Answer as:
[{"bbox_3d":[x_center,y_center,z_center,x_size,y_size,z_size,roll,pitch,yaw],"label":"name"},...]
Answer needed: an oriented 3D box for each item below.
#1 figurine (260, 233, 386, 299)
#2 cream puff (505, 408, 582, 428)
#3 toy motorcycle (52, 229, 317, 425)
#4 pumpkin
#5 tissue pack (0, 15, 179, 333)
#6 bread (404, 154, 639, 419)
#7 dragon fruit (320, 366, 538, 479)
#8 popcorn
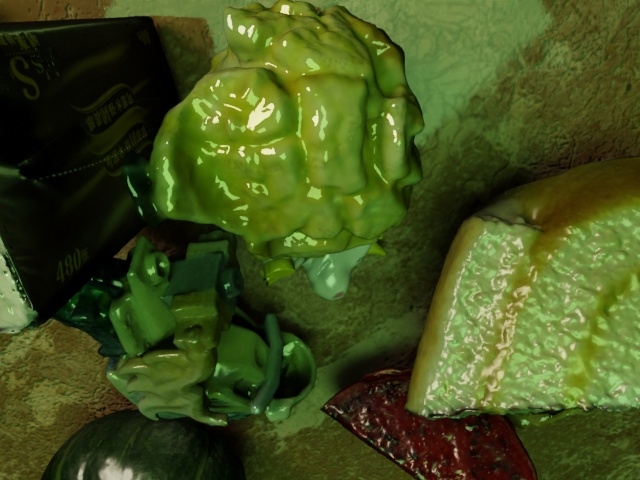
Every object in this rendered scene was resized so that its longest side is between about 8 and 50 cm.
[{"bbox_3d":[0.001,0.008,0.676,0.177,0.109,0.130,15,91,-8],"label":"figurine"},{"bbox_3d":[0.304,0.204,0.736,0.132,0.120,0.104,4,136,12],"label":"cream puff"},{"bbox_3d":[-0.150,0.134,0.648,0.236,0.169,0.410,-11,141,14],"label":"toy motorcycle"},{"bbox_3d":[-0.257,0.378,0.777,0.299,0.207,0.300,4,128,5],"label":"pumpkin"},{"bbox_3d":[-0.273,-0.088,0.491,0.198,0.370,0.210,-10,113,11],"label":"tissue pack"},{"bbox_3d":[0.279,0.055,0.594,0.394,0.239,0.264,-5,79,4],"label":"bread"},{"bbox_3d":[0.174,0.282,0.758,0.316,0.205,0.152,31,73,17],"label":"dragon fruit"},{"bbox_3d":[-0.016,-0.119,0.540,0.236,0.293,0.293,-19,112,16],"label":"popcorn"}]
